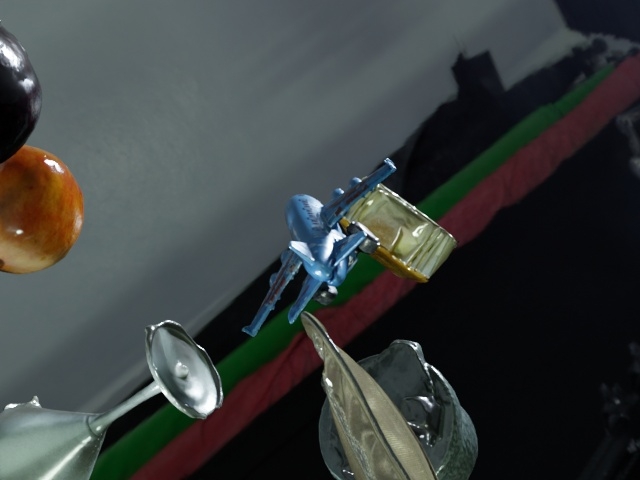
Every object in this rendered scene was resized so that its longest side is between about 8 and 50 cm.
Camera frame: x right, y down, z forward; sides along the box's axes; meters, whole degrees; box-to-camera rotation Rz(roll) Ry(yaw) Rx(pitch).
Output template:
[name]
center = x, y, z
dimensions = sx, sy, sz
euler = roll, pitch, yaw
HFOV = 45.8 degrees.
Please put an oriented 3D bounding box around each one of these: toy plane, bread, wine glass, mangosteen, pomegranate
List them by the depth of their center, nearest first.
[wine glass]
center = -0.232, 0.195, 0.833
dimensions = 0.232, 0.156, 0.156
euler = -33, -160, 15
[toy plane]
center = 0.000, 0.000, 0.894
dimensions = 0.254, 0.105, 0.271
euler = -50, -171, 11
[mangosteen]
center = -0.505, -0.179, 0.974
dimensions = 0.287, 0.288, 0.233
euler = -24, -152, 29
[bread]
center = 0.125, -0.013, 1.326
dimensions = 0.110, 0.209, 0.192
euler = -54, 174, -1
[pomegranate]
center = -0.574, -0.045, 1.394
dimensions = 0.229, 0.252, 0.271
euler = -8, -120, 31

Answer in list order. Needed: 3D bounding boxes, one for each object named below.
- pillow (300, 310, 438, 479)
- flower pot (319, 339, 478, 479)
[pillow]
center = 0.035, 0.115, 0.367
dimensions = 0.033, 0.217, 0.130
euler = -29, -116, -7
[flower pot]
center = 0.145, 0.346, 1.449
dimensions = 0.299, 0.283, 0.299
euler = -15, -122, 24
